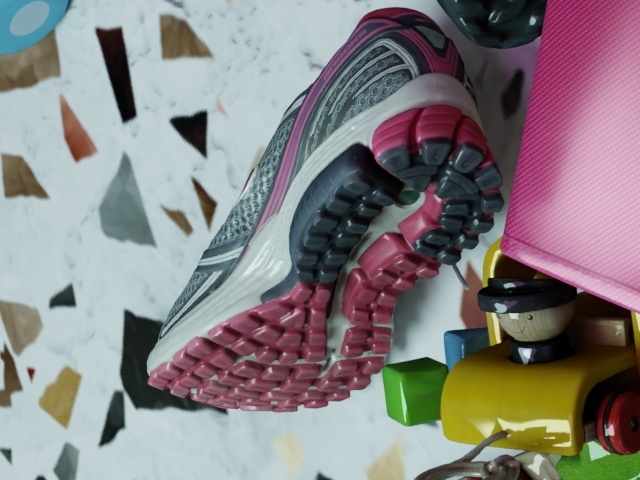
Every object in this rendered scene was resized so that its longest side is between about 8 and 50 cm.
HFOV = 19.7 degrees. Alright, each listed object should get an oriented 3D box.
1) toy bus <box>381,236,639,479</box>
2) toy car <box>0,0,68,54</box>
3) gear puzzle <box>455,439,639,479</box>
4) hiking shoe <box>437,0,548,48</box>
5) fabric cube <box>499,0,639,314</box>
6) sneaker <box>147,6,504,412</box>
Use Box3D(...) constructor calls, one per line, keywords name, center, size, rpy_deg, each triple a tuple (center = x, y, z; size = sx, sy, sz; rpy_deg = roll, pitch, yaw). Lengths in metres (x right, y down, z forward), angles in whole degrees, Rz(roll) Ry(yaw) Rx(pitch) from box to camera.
Box3D(name="toy bus", center=(0.122, 0.031, 0.837), size=(0.202, 0.191, 0.104), rpy_deg=(-108, 10, -82))
Box3D(name="toy car", center=(-0.284, -0.236, 1.110), size=(0.219, 0.238, 0.210), rpy_deg=(49, 131, 23))
Box3D(name="gear puzzle", center=(0.156, 0.174, 0.912), size=(0.339, 0.044, 0.175), rpy_deg=(-31, 96, 44))
Box3D(name="hiking shoe", center=(0.082, -0.245, 0.873), size=(0.132, 0.113, 0.304), rpy_deg=(-130, 34, -63))
Box3D(name="fabric cube", center=(0.250, -0.095, 0.625), size=(0.254, 0.259, 0.258), rpy_deg=(23, 115, 39))
Box3D(name="sneaker", center=(0.000, 0.000, 1.010), size=(0.299, 0.121, 0.112), rpy_deg=(-47, 40, 42))
